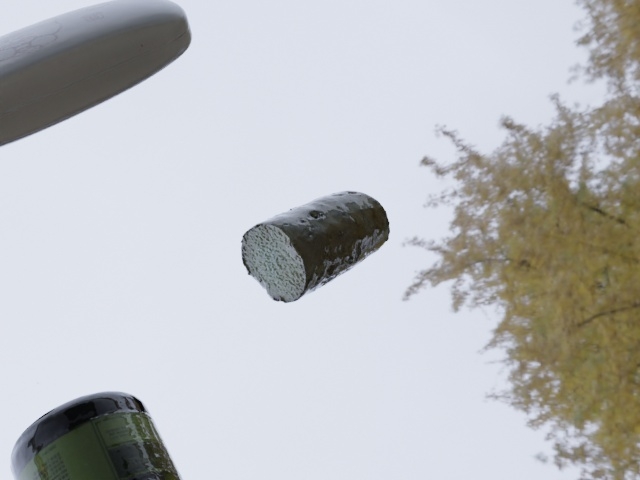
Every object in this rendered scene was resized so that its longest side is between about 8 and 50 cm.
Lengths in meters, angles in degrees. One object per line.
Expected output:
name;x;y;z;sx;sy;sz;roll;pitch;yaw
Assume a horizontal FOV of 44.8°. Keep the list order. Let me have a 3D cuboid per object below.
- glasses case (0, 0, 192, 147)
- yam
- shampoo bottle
glasses case;-0.164;-0.097;0.454;0.193;0.074;0.049;-31;-52;-27
yam;0.000;0.000;1.002;0.194;0.107;0.107;-26;-90;-47
shampoo bottle;-0.102;0.232;0.483;0.101;0.101;0.284;-22;-123;-22
